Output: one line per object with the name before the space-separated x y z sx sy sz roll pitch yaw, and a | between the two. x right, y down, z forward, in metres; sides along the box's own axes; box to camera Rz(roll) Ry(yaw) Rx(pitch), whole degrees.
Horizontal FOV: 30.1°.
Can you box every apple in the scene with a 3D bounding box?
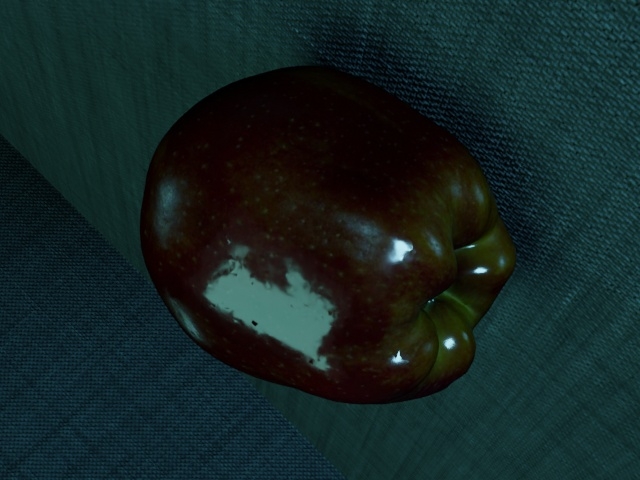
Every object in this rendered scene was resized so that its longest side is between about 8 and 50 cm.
apple | 0.000 0.000 1.053 0.317 0.288 0.288 24 151 31
